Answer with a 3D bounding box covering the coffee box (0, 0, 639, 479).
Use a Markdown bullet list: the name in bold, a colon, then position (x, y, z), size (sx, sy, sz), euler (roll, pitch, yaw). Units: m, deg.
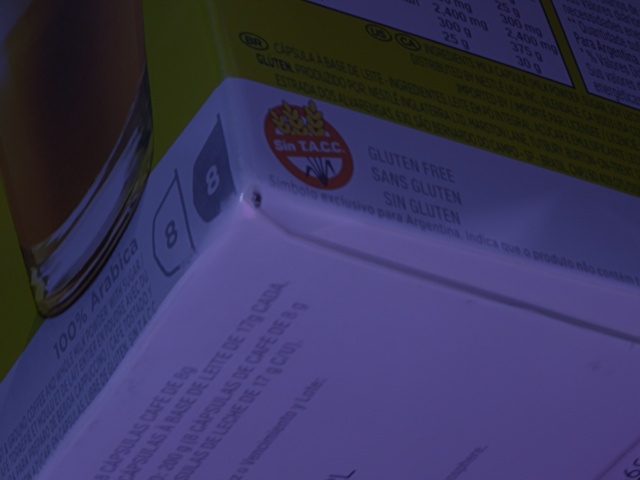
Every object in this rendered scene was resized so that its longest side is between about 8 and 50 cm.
- **coffee box**: position (0.000, 0.000, 0.795), size (0.338, 0.334, 0.337), euler (13, 133, -31)
